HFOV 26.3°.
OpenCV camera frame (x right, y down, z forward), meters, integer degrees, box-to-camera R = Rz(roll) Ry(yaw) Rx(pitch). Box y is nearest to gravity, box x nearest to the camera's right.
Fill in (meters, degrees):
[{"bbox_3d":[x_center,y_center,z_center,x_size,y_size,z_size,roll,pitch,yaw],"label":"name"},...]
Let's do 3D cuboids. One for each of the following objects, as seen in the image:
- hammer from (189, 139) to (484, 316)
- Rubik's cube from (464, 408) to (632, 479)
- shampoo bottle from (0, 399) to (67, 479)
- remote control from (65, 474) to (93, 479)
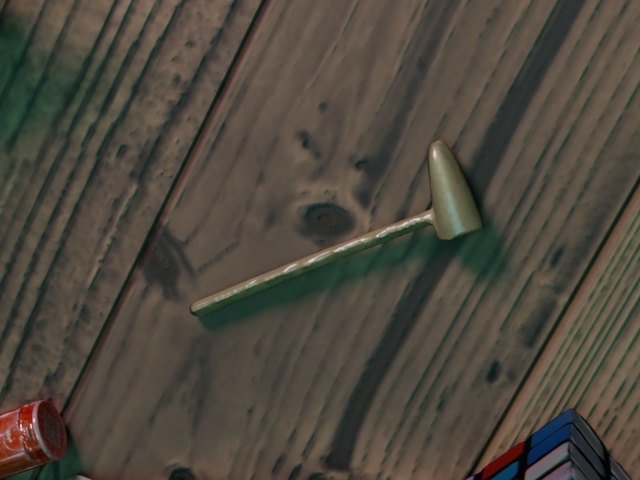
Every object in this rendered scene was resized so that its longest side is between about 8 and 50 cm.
[{"bbox_3d":[0.000,0.000,0.840,0.195,0.028,0.060,-22,89,15],"label":"hammer"},{"bbox_3d":[0.131,0.212,0.780,0.151,0.155,0.154,-39,90,14],"label":"Rubik's cube"},{"bbox_3d":[-0.272,0.157,0.903,0.221,0.051,0.108,-20,92,14],"label":"shampoo bottle"},{"bbox_3d":[-0.073,0.226,0.789,0.313,0.055,0.109,9,104,47],"label":"remote control"}]
